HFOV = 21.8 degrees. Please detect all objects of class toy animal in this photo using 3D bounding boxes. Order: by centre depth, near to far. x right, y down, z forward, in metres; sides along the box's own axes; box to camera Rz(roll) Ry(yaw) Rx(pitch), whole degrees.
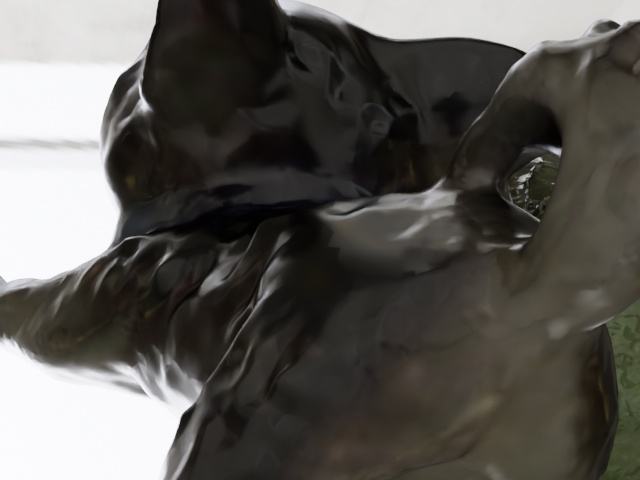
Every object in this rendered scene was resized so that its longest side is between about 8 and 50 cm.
[{"bbox_3d":[0.000,0.000,0.659,0.194,0.344,0.302,19,-67,-34],"label":"toy animal"}]

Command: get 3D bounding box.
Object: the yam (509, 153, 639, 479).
[{"bbox_3d":[0.114,0.054,0.943,0.202,0.271,0.201,5,-60,-11],"label":"yam"}]
